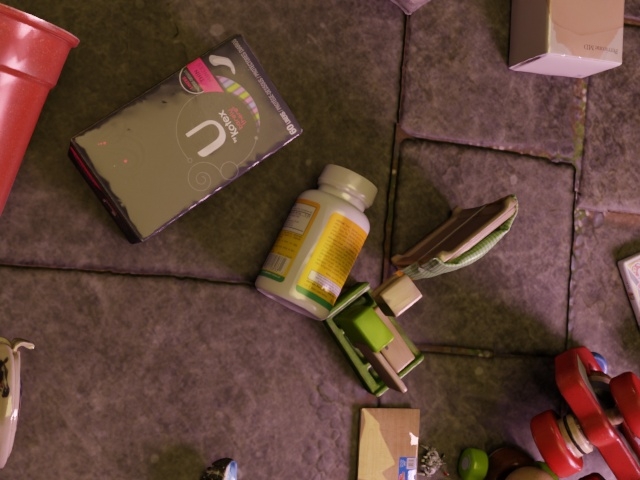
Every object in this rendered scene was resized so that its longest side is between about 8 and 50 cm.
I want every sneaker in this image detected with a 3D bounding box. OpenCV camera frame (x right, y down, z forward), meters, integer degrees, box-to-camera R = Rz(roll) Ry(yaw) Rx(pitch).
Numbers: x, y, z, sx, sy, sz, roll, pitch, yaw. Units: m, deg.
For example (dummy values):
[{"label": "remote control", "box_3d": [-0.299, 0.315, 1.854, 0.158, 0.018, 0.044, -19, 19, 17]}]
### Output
[{"label": "sneaker", "box_3d": [-0.132, 0.391, 1.328, 0.073, 0.063, 0.162, 1, 93, -35]}]

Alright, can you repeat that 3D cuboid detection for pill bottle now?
[{"label": "pill bottle", "box_3d": [0.000, 0.000, 1.342, 0.117, 0.117, 0.209, 28, 80, -15]}]

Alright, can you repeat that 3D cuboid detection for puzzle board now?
[{"label": "puzzle board", "box_3d": [0.103, 0.322, 1.420, 0.096, 0.011, 0.128, 4, 88, -16]}]

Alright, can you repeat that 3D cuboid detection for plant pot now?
[{"label": "plant pot", "box_3d": [-0.465, -0.162, 1.136, 0.272, 0.272, 0.265, 15, 92, -17]}]

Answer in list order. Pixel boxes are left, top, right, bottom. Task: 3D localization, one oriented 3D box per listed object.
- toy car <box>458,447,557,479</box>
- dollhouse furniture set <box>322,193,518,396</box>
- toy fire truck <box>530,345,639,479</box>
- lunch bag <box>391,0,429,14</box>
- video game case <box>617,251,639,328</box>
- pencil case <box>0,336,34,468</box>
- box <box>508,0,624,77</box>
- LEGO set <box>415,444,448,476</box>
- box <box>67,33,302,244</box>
[{"label": "toy car", "box_3d": [0.309, 0.399, 1.391, 0.155, 0.188, 0.149, 13, 84, -17]}, {"label": "dollhouse furniture set", "box_3d": [0.174, 0.084, 1.352, 0.301, 0.197, 0.151, -37, 98, -15]}, {"label": "toy fire truck", "box_3d": [0.450, 0.291, 1.428, 0.169, 0.254, 0.302, -32, 99, 19]}, {"label": "lunch bag", "box_3d": [0.090, -0.482, 1.321, 0.287, 0.235, 0.169, 35, 82, -14]}, {"label": "video game case", "box_3d": [0.637, 0.092, 1.589, 0.226, 0.026, 0.207, -22, 95, -17]}, {"label": "pencil case", "box_3d": [-0.569, 0.191, 1.133, 0.410, 0.160, 0.184, 4, 102, -17]}, {"label": "box", "box_3d": [0.395, -0.428, 1.477, 0.147, 0.121, 0.311, 2, 88, -18]}, {"label": "LEGO set", "box_3d": [0.180, 0.354, 1.437, 0.083, 0.023, 0.054, 45, 77, -12]}, {"label": "box", "box_3d": [-0.188, -0.136, 1.271, 0.270, 0.143, 0.165, -37, 99, -15]}]
